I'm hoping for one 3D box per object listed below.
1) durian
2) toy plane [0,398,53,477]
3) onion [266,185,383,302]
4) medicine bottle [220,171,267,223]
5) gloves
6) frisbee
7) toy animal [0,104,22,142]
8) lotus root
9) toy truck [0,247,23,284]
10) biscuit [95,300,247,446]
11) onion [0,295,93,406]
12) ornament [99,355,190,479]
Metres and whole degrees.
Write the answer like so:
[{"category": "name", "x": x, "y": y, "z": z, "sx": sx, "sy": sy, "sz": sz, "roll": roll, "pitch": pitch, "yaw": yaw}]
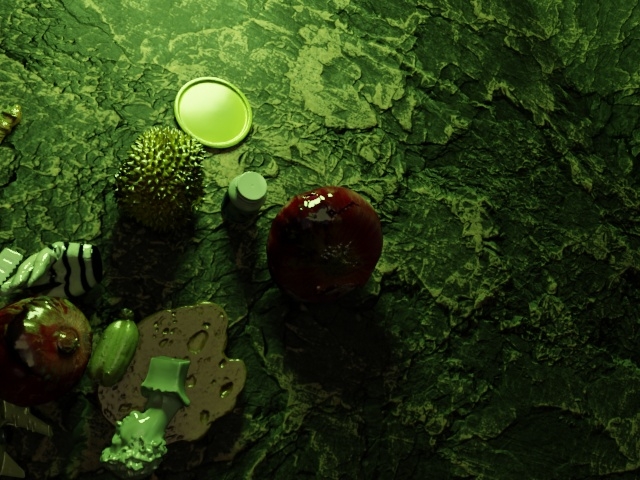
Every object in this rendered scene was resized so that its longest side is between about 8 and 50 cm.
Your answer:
[{"category": "durian", "x": -0.410, "y": -0.169, "z": 1.324, "sx": 0.258, "sy": 0.258, "sz": 0.293, "roll": 22, "pitch": 64, "yaw": -14}, {"category": "toy plane", "x": -0.729, "y": 0.405, "z": 1.124, "sx": 0.241, "sy": 0.104, "sz": 0.256, "roll": -11, "pitch": 86, "yaw": -7}, {"category": "onion", "x": 0.000, "y": 0.000, "z": 1.441, "sx": 0.347, "sy": 0.285, "sz": 0.348, "roll": -7, "pitch": 117, "yaw": -15}, {"category": "medicine bottle", "x": -0.210, "y": -0.120, "z": 1.407, "sx": 0.107, "sy": 0.191, "sz": 0.107, "roll": 5, "pitch": 74, "yaw": -19}, {"category": "gloves", "x": -0.653, "y": 0.077, "z": 1.223, "sx": 0.218, "sy": 0.140, "sz": 0.131, "roll": -6, "pitch": 58, "yaw": -9}, {"category": "frisbee", "x": -0.322, "y": -0.387, "z": 1.533, "sx": 0.235, "sy": 0.017, "sz": 0.236, "roll": 5, "pitch": 74, "yaw": -19}, {"category": "toy animal", "x": -0.854, "y": -0.262, "z": 1.275, "sx": 0.099, "sy": 0.057, "sz": 0.241, "roll": 28, "pitch": 67, "yaw": -12}, {"category": "lotus root", "x": -0.483, "y": 0.253, "z": 1.201, "sx": 0.090, "sy": 0.077, "sz": 0.183, "roll": 14, "pitch": 69, "yaw": 3}, {"category": "toy truck", "x": -0.846, "y": 0.025, "z": 1.166, "sx": 0.285, "sy": 0.111, "sz": 0.136, "roll": 28, "pitch": 56, "yaw": -8}, {"category": "biscuit", "x": -0.366, "y": 0.330, "z": 1.291, "sx": 0.359, "sy": 0.074, "sz": 0.381, "roll": 39, "pitch": 65, "yaw": -7}, {"category": "onion", "x": -0.631, "y": 0.242, "z": 1.138, "sx": 0.246, "sy": 0.190, "sz": 0.246, "roll": 40, "pitch": 42, "yaw": -49}, {"category": "ornament", "x": -0.383, "y": 0.406, "z": 1.170, "sx": 0.130, "sy": 0.120, "sz": 0.285, "roll": 23, "pitch": 70, "yaw": 11}]
